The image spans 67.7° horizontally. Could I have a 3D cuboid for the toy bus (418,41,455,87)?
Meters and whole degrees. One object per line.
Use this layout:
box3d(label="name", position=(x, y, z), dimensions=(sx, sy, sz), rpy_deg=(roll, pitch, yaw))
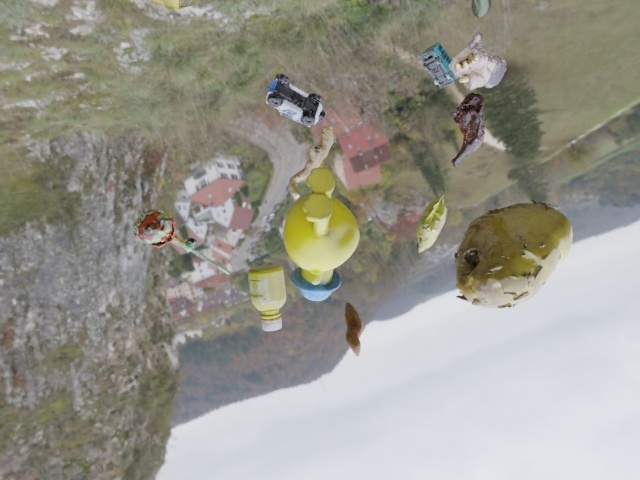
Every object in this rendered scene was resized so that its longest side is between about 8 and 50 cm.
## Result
box3d(label="toy bus", position=(0.468, -0.694, 1.880), dimensions=(0.079, 0.160, 0.091), rpy_deg=(-10, -137, 53))

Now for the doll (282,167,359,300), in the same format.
box3d(label="doll", position=(0.000, 0.000, 0.940), dimensions=(0.145, 0.199, 0.363), rpy_deg=(8, 152, 2))

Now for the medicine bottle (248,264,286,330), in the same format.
box3d(label="medicine bottle", position=(-0.176, 0.196, 1.619), dimensions=(0.122, 0.212, 0.122), rpy_deg=(-6, -174, 1))

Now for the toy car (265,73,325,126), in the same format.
box3d(label="toy car", position=(-0.065, -0.363, 1.267), dimensions=(0.171, 0.080, 0.070), rpy_deg=(24, 161, -24))

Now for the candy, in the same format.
box3d(label="candy", position=(-0.302, 0.018, 1.099), dimensions=(0.084, 0.078, 0.288), rpy_deg=(6, 157, 38))

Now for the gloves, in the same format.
box3d(label="gloves", position=(0.383, -0.428, 1.170), dimensions=(0.144, 0.094, 0.110), rpy_deg=(26, 118, -37))

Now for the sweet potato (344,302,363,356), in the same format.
box3d(label="sweet potato", position=(0.107, 0.279, 1.539), dimensions=(0.058, 0.202, 0.055), rpy_deg=(-13, 129, 7))

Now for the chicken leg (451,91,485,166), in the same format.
box3d(label="chicken leg", position=(0.381, -0.279, 1.228), dimensions=(0.093, 0.205, 0.053), rpy_deg=(18, -143, 35))

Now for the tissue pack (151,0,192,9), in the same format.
box3d(label="tissue pack", position=(-0.566, -0.892, 1.562), dimensions=(0.271, 0.134, 0.192), rpy_deg=(15, 125, 0))

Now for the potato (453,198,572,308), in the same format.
box3d(label="potato", position=(0.346, 0.017, 0.869), dimensions=(0.173, 0.140, 0.300), rpy_deg=(21, -140, 35))

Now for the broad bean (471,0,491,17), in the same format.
box3d(label="broad bean", position=(0.379, -0.603, 1.113), dimensions=(0.049, 0.144, 0.292), rpy_deg=(7, -169, 16))

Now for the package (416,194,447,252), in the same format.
box3d(label="package", position=(0.428, -0.061, 1.854), dimensions=(0.168, 0.090, 0.226), rpy_deg=(-61, 163, -21))

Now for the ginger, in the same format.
box3d(label="ginger", position=(-0.033, -0.278, 1.696), dimensions=(0.288, 0.075, 0.089), rpy_deg=(-55, 156, 10))
